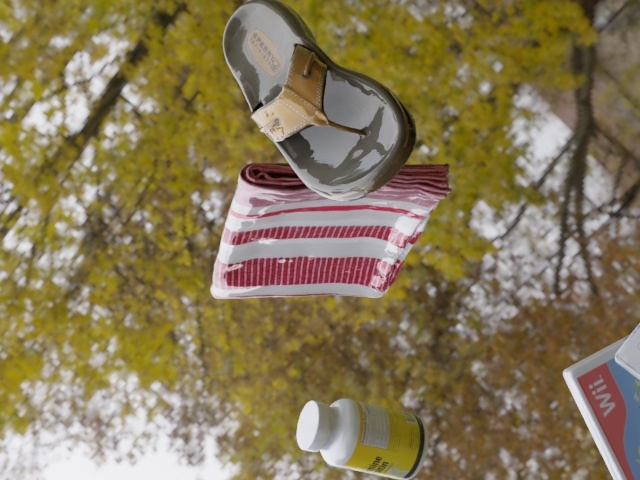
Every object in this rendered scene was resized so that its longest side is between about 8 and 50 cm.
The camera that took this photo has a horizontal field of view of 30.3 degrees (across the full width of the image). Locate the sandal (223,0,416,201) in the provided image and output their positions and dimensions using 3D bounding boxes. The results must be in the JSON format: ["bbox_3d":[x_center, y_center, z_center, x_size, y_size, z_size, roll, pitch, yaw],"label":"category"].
[{"bbox_3d":[-0.016,-0.107,0.822,0.060,0.090,0.219,19,-152,-48],"label":"sandal"}]

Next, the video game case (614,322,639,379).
[{"bbox_3d":[0.384,0.053,0.812,0.244,0.269,0.061,39,-176,19],"label":"video game case"}]

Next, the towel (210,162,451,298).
[{"bbox_3d":[0.000,0.000,1.405,0.237,0.329,0.037,0,-115,-12],"label":"towel"}]

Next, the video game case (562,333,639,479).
[{"bbox_3d":[0.416,0.162,1.216,0.204,0.285,0.025,64,169,0],"label":"video game case"}]

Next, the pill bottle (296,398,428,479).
[{"bbox_3d":[0.062,0.296,1.781,0.184,0.103,0.103,16,-147,-22],"label":"pill bottle"}]
